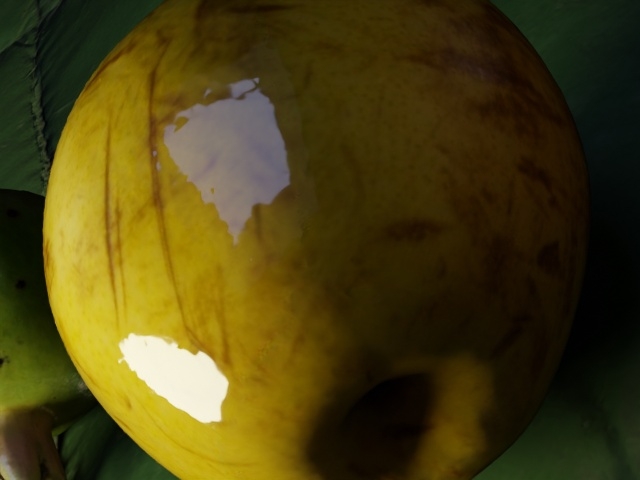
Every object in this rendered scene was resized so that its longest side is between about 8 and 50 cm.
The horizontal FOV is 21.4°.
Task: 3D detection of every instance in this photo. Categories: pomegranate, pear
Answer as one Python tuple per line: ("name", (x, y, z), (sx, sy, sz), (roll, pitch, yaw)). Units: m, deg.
("pomegranate", (-0.206, 0.079, 1.083), (0.187, 0.187, 0.225), (-31, 59, 24))
("pear", (0.000, 0.000, 0.823), (0.280, 0.281, 0.281), (-31, 34, 24))
